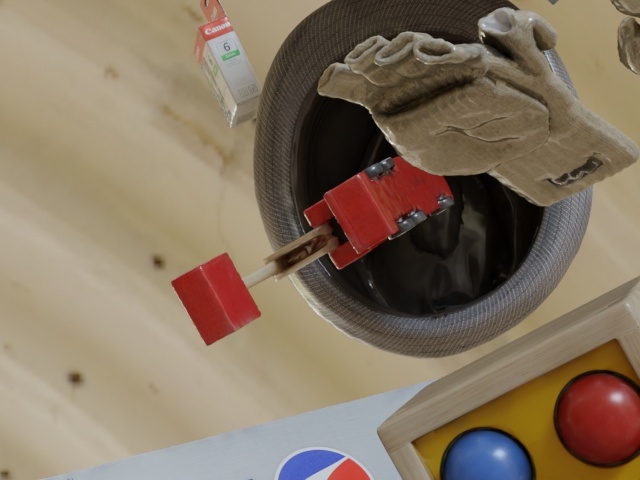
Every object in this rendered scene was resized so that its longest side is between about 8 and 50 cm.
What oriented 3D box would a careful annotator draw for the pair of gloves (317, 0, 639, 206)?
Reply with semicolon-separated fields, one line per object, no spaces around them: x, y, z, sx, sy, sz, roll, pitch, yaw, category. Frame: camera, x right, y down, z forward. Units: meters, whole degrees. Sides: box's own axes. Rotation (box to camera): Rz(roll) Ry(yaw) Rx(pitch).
0.142;-0.101;0.852;0.204;0.042;0.240;15;-35;-42;pair of gloves

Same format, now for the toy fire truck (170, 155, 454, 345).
0.000;0.000;1.063;0.135;0.047;0.192;-31;-1;23;toy fire truck

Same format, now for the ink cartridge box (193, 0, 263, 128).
-0.086;-0.159;1.416;0.029;0.115;0.063;-24;-10;-14;ink cartridge box

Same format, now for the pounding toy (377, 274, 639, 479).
0.113;0.100;0.626;0.130;0.141;0.100;-30;-2;20;pounding toy

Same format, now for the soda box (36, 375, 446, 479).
-0.051;0.151;0.738;0.286;0.091;0.098;-11;-39;-29;soda box

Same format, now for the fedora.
0.079;-0.044;1.239;0.243;0.275;0.124;-16;-15;6;fedora

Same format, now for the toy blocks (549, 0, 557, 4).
0.121;-0.280;1.150;0.261;0.381;0.191;44;-72;-1;toy blocks
